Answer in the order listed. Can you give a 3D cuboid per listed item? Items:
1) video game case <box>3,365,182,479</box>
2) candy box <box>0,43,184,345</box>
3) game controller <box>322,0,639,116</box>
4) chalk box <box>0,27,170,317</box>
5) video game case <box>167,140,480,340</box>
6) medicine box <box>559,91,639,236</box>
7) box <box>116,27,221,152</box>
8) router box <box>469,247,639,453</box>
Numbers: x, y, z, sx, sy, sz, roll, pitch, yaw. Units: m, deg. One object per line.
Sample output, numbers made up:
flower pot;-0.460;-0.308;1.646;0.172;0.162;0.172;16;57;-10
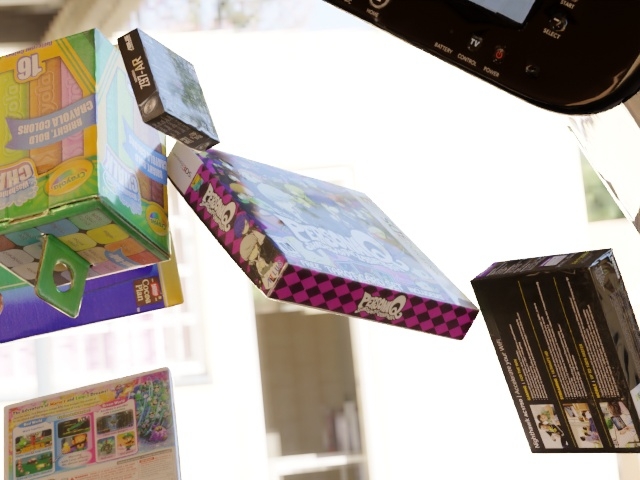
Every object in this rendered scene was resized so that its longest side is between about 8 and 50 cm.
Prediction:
video game case;-0.200;0.186;1.384;0.157;0.143;0.019;-14;-43;4
candy box;-0.314;-0.033;1.541;0.317;0.268;0.122;-12;2;-19
game controller;0.070;-0.187;0.849;0.319;0.166;0.067;32;-1;35
chalk box;-0.211;-0.045;1.329;0.132;0.213;0.132;-14;-26;16
video game case;0.000;0.000;1.395;0.232;0.041;0.210;15;22;-40
medicine box;0.251;-0.122;1.103;0.149;0.289;0.263;-32;-18;1
box;-0.103;-0.102;1.085;0.018;0.067;0.083;-26;-20;16
router box;0.220;0.100;1.395;0.133;0.178;0.046;-8;17;45
